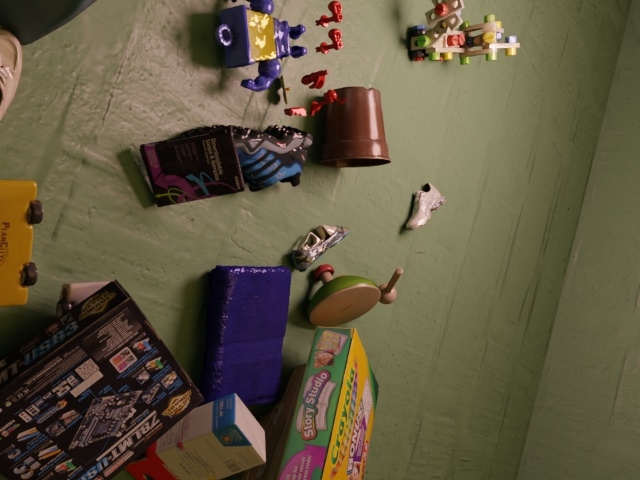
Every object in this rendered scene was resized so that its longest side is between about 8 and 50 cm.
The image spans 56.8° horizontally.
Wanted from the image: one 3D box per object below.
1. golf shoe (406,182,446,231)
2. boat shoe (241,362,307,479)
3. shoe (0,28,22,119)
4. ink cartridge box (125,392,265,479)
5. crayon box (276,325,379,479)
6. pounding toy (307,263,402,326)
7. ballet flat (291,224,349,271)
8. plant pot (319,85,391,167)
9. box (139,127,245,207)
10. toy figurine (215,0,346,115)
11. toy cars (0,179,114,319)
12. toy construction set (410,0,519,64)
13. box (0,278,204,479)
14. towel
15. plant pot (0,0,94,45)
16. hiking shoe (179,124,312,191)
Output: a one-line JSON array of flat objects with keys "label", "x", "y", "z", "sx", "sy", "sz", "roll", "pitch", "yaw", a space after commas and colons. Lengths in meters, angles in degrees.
[{"label": "golf shoe", "x": 0.286, "y": -0.097, "z": 1.705, "sx": 0.086, "sy": 0.069, "sz": 0.176, "roll": 55, "pitch": 52, "yaw": -15}, {"label": "boat shoe", "x": -0.092, "y": 0.418, "z": 1.313, "sx": 0.341, "sy": 0.110, "sz": 0.121, "roll": -70, "pitch": 154, "yaw": -43}, {"label": "shoe", "x": -0.469, "y": -0.195, "z": 0.824, "sx": 0.076, "sy": 0.058, "sz": 0.219, "roll": 30, "pitch": 75, "yaw": -47}, {"label": "ink cartridge box", "x": -0.235, "y": 0.395, "z": 1.124, "sx": 0.078, "sy": 0.231, "sz": 0.134, "roll": -102, "pitch": 168, "yaw": -56}, {"label": "crayon box", "x": 0.033, "y": 0.428, "z": 1.340, "sx": 0.313, "sy": 0.106, "sz": 0.362, "roll": 69, "pitch": 29, "yaw": -50}, {"label": "pounding toy", "x": 0.067, "y": 0.109, "z": 1.435, "sx": 0.237, "sy": 0.110, "sz": 0.183, "roll": -18, "pitch": 149, "yaw": -9}, {"label": "ballet flat", "x": 0.000, "y": 0.000, "z": 1.389, "sx": 0.188, "sy": 0.070, "sz": 0.070, "roll": -41, "pitch": 125, "yaw": -40}, {"label": "plant pot", "x": 0.077, "y": -0.259, "z": 1.366, "sx": 0.167, "sy": 0.167, "sz": 0.165, "roll": -1, "pitch": 89, "yaw": -48}, {"label": "box", "x": -0.224, "y": -0.128, "z": 1.051, "sx": 0.162, "sy": 0.029, "sz": 0.116, "roll": -12, "pitch": 119, "yaw": -3}, {"label": "toy figurine", "x": -0.099, "y": -0.415, "z": 1.117, "sx": 0.217, "sy": 0.191, "sz": 0.362, "roll": -15, "pitch": 106, "yaw": -41}, {"label": "toy cars", "x": -0.427, "y": 0.070, "z": 0.905, "sx": 0.176, "sy": 0.087, "sz": 0.393, "roll": -42, "pitch": 131, "yaw": -21}, {"label": "toy construction set", "x": 0.369, "y": -0.549, "z": 1.588, "sx": 0.328, "sy": 0.215, "sz": 0.151, "roll": 3, "pitch": 94, "yaw": -49}, {"label": "box", "x": -0.367, "y": 0.255, "z": 0.932, "sx": 0.295, "sy": 0.073, "sz": 0.293, "roll": -39, "pitch": 136, "yaw": -19}, {"label": "towel", "x": -0.161, "y": 0.201, "z": 1.239, "sx": 0.228, "sy": 0.076, "sz": 0.308, "roll": 5, "pitch": 92, "yaw": -56}, {"label": "plant pot", "x": -0.339, "y": -0.440, "z": 0.782, "sx": 0.248, "sy": 0.252, "sz": 0.247, "roll": -54, "pitch": 132, "yaw": -27}, {"label": "hiking shoe", "x": -0.138, "y": -0.155, "z": 1.167, "sx": 0.304, "sy": 0.113, "sz": 0.132, "roll": -8, "pitch": 114, "yaw": -40}]
